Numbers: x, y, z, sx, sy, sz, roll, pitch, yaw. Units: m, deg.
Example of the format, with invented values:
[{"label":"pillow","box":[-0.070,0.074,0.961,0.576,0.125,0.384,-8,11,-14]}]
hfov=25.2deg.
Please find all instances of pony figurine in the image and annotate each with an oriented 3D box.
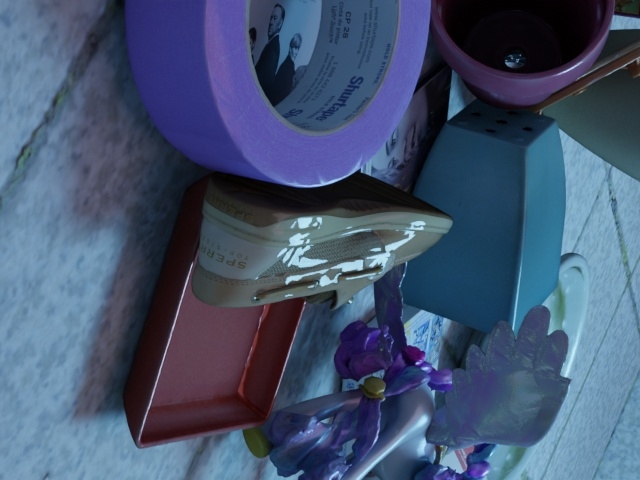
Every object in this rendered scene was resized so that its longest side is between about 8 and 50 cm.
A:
[{"label":"pony figurine","box":[0.091,0.187,1.593,0.363,0.303,0.351,-28,140,-25]}]

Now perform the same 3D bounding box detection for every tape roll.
[{"label":"tape roll","box":[-0.027,-0.184,1.155,0.275,0.090,0.274,-16,112,-48]}]

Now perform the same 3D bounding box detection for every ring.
[{"label":"ring","box":[0.359,-0.210,1.823,0.336,0.336,0.032,-33,94,-53]}]

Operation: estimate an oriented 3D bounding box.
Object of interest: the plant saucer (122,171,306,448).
[{"label":"plant saucer","box":[-0.088,0.057,1.355,0.259,0.048,0.258,4,105,-65]}]

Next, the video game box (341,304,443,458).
[{"label":"video game box","box":[0.090,0.173,1.821,0.205,0.048,0.187,-34,137,-53]}]

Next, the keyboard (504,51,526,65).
[{"label":"keyboard","box":[0.272,-0.311,1.853,0.317,0.033,0.201,-2,104,-64]}]

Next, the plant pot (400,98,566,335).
[{"label":"plant pot","box":[0.202,-0.039,1.725,0.166,0.165,0.234,-38,141,-53]}]

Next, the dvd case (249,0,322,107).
[{"label":"dvd case","box":[-0.039,-0.192,1.282,0.179,0.030,0.238,8,100,-66]}]

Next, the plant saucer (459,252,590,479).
[{"label":"plant saucer","box":[0.296,0.196,2.217,0.400,0.100,0.400,-46,147,-42]}]

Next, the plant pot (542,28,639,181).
[{"label":"plant pot","box":[0.463,-0.200,2.045,0.256,0.274,0.256,-47,149,-41]}]

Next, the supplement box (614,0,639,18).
[{"label":"supplement box","box":[0.367,-0.338,1.777,0.081,0.188,0.104,-33,131,-55]}]

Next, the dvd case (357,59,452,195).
[{"label":"dvd case","box":[0.093,-0.093,1.658,0.221,0.018,0.164,-43,145,-46]}]

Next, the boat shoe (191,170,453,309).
[{"label":"boat shoe","box":[0.000,0.000,1.310,0.341,0.122,0.110,-1,114,-54]}]

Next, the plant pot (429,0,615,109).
[{"label":"plant pot","box":[0.221,-0.239,1.620,0.180,0.201,0.201,79,37,-73]}]

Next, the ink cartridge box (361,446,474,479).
[{"label":"ink cartridge box","box":[0.096,0.306,1.822,0.198,0.115,0.067,-33,101,-40]}]
